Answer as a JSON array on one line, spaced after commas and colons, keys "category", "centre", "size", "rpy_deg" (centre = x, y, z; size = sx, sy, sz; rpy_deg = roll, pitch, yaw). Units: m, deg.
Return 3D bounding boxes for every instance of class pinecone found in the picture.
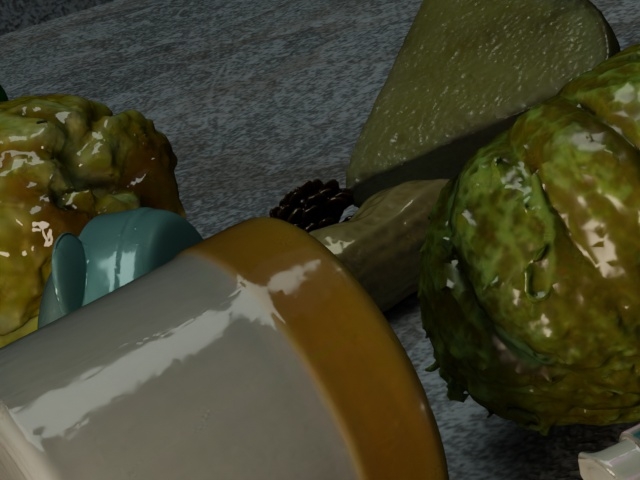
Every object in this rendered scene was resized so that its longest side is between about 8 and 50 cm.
[{"category": "pinecone", "centre": [-0.004, -0.001, 1.789], "size": [0.102, 0.102, 0.109], "rpy_deg": [-17, 28, 3]}]

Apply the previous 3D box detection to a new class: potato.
[{"category": "potato", "centre": [0.185, -0.129, 1.889], "size": [0.255, 0.112, 0.269], "rpy_deg": [2, 60, 41]}]

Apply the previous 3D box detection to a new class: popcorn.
[{"category": "popcorn", "centre": [-0.264, 0.001, 1.757], "size": [0.247, 0.282, 0.282], "rpy_deg": [19, 38, 40]}]

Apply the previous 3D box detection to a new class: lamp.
[{"category": "lamp", "centre": [-0.116, 0.078, 1.494], "size": [0.147, 0.209, 0.284], "rpy_deg": [-8, 2, 35]}]

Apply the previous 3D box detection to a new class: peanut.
[{"category": "peanut", "centre": [0.050, 0.009, 1.699], "size": [0.214, 0.090, 0.098], "rpy_deg": [-28, 59, -30]}]

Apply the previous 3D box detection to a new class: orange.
[{"category": "orange", "centre": [0.203, 0.005, 1.322], "size": [0.301, 0.223, 0.300], "rpy_deg": [-33, -16, -20]}]

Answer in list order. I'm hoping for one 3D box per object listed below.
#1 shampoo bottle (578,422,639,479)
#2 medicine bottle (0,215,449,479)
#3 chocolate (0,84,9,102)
[{"category": "shampoo bottle", "centre": [0.255, 0.112, 1.233], "size": [0.192, 0.074, 0.074], "rpy_deg": [-24, 19, -17]}, {"category": "medicine bottle", "centre": [-0.079, 0.137, 1.218], "size": [0.232, 0.238, 0.238], "rpy_deg": [-28, 20, -22]}, {"category": "chocolate", "centre": [-0.482, 0.016, 1.947], "size": [0.360, 0.161, 0.341], "rpy_deg": [-5, 38, 44]}]
